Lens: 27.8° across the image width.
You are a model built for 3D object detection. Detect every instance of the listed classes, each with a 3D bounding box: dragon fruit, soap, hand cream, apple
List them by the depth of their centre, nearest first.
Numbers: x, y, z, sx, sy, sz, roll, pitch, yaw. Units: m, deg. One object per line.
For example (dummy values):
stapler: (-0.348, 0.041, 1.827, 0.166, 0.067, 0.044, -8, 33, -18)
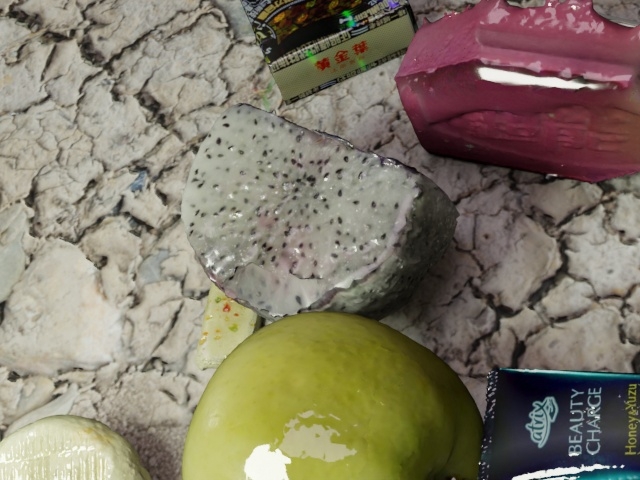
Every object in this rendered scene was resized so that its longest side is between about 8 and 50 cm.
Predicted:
hand cream: (0.268, 0.163, 1.112, 0.270, 0.061, 0.120, -5, 61, 28)
apple: (0.018, 0.213, 1.213, 0.254, 0.292, 0.292, 3, 56, 40)
dragon fruit: (0.000, 0.000, 1.401, 0.283, 0.221, 0.204, 26, 87, 29)
soap: (0.250, -0.165, 1.434, 0.325, 0.220, 0.127, 10, 68, 24)

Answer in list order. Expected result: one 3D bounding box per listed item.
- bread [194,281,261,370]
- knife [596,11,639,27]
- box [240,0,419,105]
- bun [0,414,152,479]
bread: (-0.100, 0.079, 1.495, 0.068, 0.028, 0.153, 1, 58, 17)
knife: (0.419, -0.223, 1.503, 0.265, 0.073, 0.040, 17, 72, 26)
box: (-0.012, -0.343, 1.727, 0.198, 0.084, 0.310, -24, 52, 1)
bun: (-0.264, 0.268, 1.372, 0.188, 0.111, 0.164, -10, 73, 12)
